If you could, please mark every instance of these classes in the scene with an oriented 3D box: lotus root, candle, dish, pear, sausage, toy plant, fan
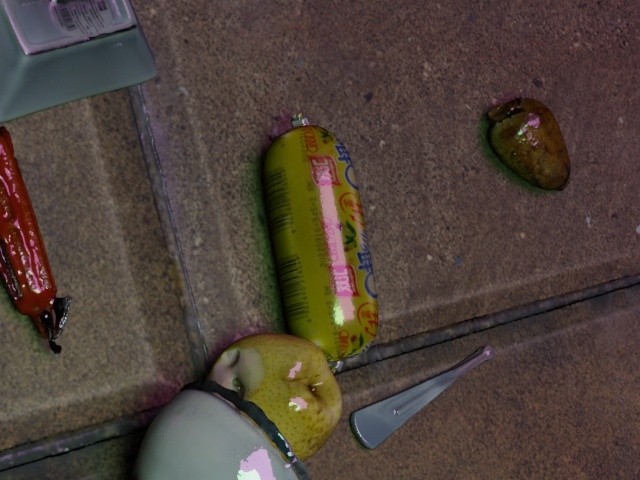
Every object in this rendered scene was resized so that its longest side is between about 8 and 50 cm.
[{"bbox_3d":[0.342,-0.140,1.783,0.108,0.094,0.191,-44,113,0],"label":"lotus root"},{"bbox_3d":[-0.351,-0.013,1.271,0.084,0.059,0.302,-20,87,-25],"label":"candle"},{"bbox_3d":[-0.310,-0.261,1.356,0.243,0.080,0.182,-24,92,-38],"label":"dish"},{"bbox_3d":[-0.055,0.191,1.358,0.178,0.178,0.178,10,71,-33],"label":"pear"},{"bbox_3d":[0.000,0.000,1.476,0.123,0.123,0.347,-3,80,-36],"label":"sausage"},{"bbox_3d":[-0.189,0.329,1.198,0.332,0.247,0.247,-37,99,-32],"label":"toy plant"},{"bbox_3d":[0.148,0.206,1.589,0.282,0.023,0.057,-28,85,-37],"label":"fan"}]
